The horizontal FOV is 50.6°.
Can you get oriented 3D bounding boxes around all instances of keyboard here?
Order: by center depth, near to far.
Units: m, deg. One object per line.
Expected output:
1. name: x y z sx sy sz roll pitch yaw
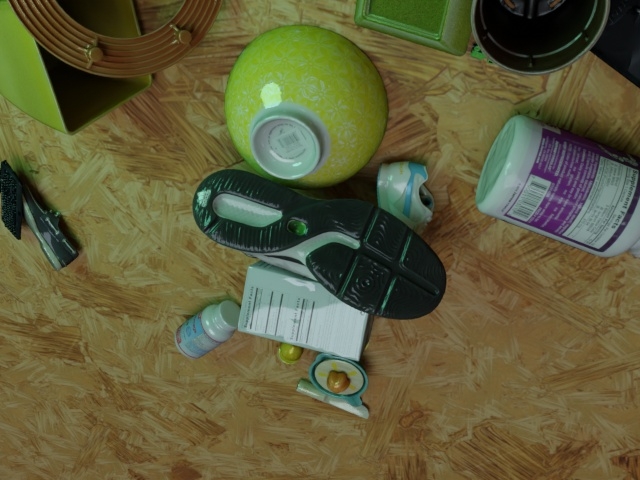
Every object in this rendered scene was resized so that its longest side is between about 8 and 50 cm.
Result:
1. keyboard: -0.663 -0.084 1.416 0.100 0.038 0.192 48 138 18

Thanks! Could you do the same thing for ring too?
1. ring: -0.283 -0.399 0.965 0.336 0.032 0.337 -14 119 -26

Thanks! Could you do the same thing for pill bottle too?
1. pill bottle: 0.416 -0.073 1.070 0.301 0.169 0.169 20 129 -1
2. pill bottle: -0.247 0.196 1.507 0.087 0.087 0.160 43 125 -17

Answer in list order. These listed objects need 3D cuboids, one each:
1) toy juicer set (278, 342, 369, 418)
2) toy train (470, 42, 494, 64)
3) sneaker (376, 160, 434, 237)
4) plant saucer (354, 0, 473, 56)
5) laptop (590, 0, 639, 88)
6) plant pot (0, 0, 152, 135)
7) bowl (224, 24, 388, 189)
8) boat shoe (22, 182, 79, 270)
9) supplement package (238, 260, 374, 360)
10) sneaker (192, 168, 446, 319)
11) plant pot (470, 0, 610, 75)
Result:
1. toy juicer set: 0.005 0.296 1.511 0.209 0.089 0.329 6 128 11
2. toy train: 0.272 -0.284 1.048 0.083 0.017 0.024 20 138 0
3. sneaker: 0.160 -0.036 1.222 0.092 0.087 0.229 -2 127 15
4. plant saucer: 0.134 -0.371 0.970 0.188 0.045 0.188 23 131 19
5. laptop: 0.644 -0.331 0.909 0.408 0.236 0.382 8 134 -27
6. plant pot: -0.436 -0.321 1.108 0.187 0.212 0.212 13 130 26
7. bowl: -0.038 -0.188 1.118 0.289 0.156 0.289 7 127 10
8. boat shoe: -0.590 -0.037 1.456 0.075 0.065 0.206 10 126 55
9. supplement package: -0.019 0.127 1.328 0.244 0.139 0.134 13 101 11
10. sneaker: 0.000 -0.001 1.219 0.447 0.257 0.169 23 89 -3
11. plant pot: 0.291 -0.333 0.910 0.167 0.165 0.167 8 128 10
